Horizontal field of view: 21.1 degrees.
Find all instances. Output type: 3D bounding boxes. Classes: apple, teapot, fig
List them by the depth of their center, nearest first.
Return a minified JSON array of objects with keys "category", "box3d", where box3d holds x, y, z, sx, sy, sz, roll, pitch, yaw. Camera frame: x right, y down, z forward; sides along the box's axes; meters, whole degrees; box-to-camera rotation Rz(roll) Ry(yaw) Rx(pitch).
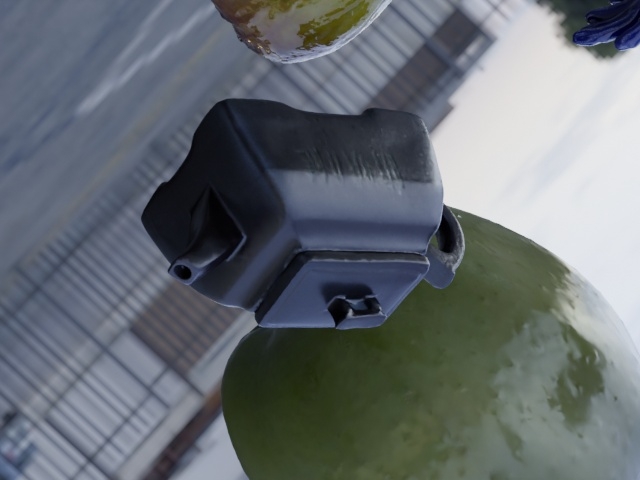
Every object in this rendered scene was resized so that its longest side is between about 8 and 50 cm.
[{"category":"teapot","box3d":[0.000,0.000,0.791,0.177,0.096,0.087,1,140,-39]},{"category":"fig","box3d":[0.034,-0.244,1.395,0.257,0.159,0.159,-19,-164,27]},{"category":"apple","box3d":[0.098,0.133,1.440,0.311,0.360,0.320,-55,-166,4]}]

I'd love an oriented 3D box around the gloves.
[{"category":"gloves","box3d":[0.195,-0.140,1.061,0.086,0.026,0.064,-8,-146,41]}]
